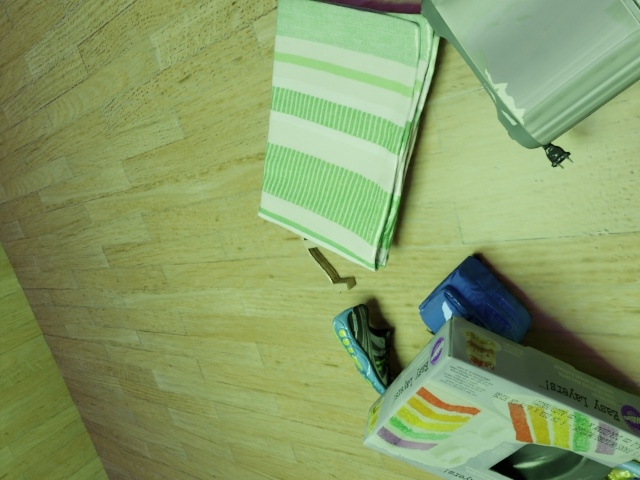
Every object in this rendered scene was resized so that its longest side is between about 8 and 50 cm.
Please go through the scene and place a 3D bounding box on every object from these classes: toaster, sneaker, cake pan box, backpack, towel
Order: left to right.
[{"bbox_3d":[0.016,-0.143,0.648,0.247,0.038,0.325,25,121,30],"label":"towel"},{"bbox_3d":[0.091,0.180,0.748,0.188,0.078,0.067,59,164,-18],"label":"sneaker"},{"bbox_3d":[0.195,0.102,0.608,0.120,0.101,0.098,45,138,12],"label":"backpack"},{"bbox_3d":[0.220,0.233,0.601,0.266,0.070,0.246,24,134,-4],"label":"cake pan box"},{"bbox_3d":[0.213,-0.192,0.432,0.146,0.129,0.227,-37,84,41],"label":"toaster"}]

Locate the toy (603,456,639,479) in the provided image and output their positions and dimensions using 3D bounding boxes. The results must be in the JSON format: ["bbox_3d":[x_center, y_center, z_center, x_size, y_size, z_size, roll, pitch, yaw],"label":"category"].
[{"bbox_3d":[0.372,0.347,0.610,0.137,0.056,0.237,38,130,17],"label":"toy"}]

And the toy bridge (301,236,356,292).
[{"bbox_3d":[0.000,0.000,0.766,0.063,0.026,0.188,-9,104,43],"label":"toy bridge"}]
